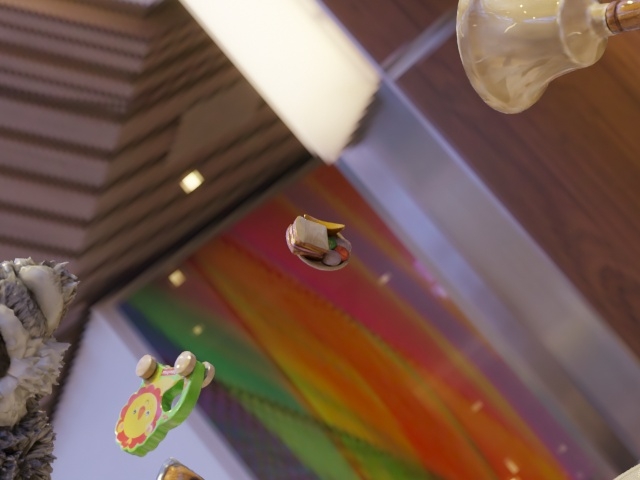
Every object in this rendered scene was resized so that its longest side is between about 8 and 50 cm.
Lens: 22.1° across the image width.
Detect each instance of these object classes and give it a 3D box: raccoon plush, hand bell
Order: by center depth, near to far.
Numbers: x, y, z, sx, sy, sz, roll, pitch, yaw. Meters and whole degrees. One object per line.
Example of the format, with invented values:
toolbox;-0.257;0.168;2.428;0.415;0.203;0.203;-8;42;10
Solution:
hand bell;0.238;-0.172;1.258;0.242;0.126;0.126;-4;16;43
raccoon plush;-0.328;0.194;1.524;0.446;0.216;0.299;110;172;-66

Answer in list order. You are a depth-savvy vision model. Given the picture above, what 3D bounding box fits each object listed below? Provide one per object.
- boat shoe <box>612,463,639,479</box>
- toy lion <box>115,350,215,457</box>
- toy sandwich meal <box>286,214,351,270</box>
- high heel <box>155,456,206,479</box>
boat shoe;0.338;0.193;1.275;0.335;0.096;0.112;-16;11;-40
toy lion;-0.151;0.154;1.518;0.100;0.034;0.096;-10;55;48
toy sandwich meal;0.000;0.000;1.935;0.085;0.085;0.029;-27;-26;-44
high heel;0.018;0.188;1.009;0.261;0.186;0.093;-20;6;-31
